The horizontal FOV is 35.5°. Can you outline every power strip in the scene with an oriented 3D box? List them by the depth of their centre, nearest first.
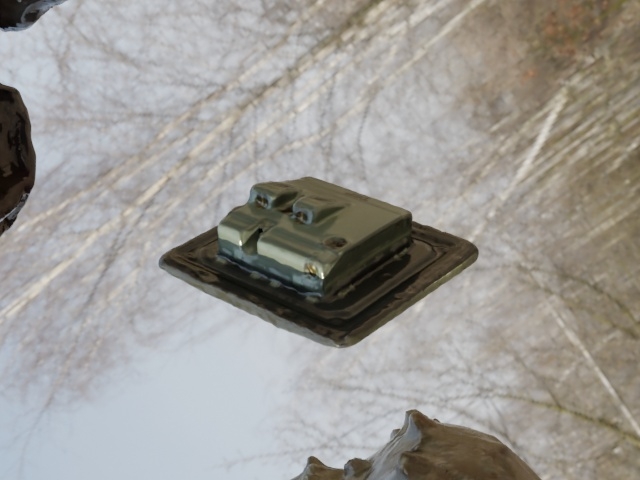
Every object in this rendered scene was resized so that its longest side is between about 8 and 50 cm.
[{"bbox_3d":[0.001,-0.002,1.056,0.257,0.092,0.251,20,-154,32],"label":"power strip"}]

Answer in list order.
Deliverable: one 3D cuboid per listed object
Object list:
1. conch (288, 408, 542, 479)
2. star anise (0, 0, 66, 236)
[{"bbox_3d":[0.072,0.239,0.563,0.324,0.263,0.186,18,163,34],"label":"conch"},{"bbox_3d":[-0.160,-0.096,0.403,0.099,0.220,0.214,-3,-109,-57],"label":"star anise"}]
